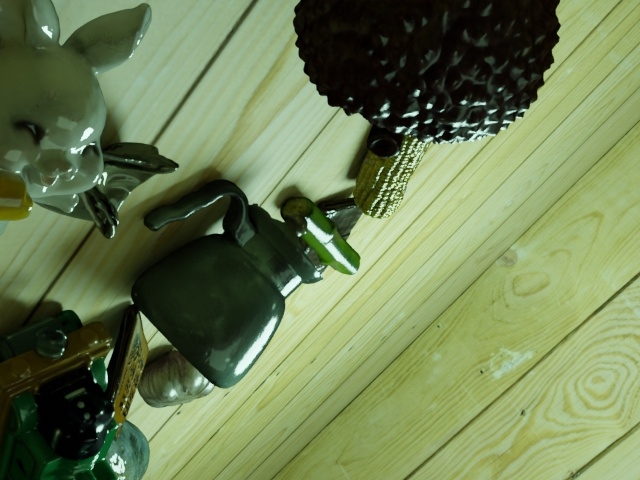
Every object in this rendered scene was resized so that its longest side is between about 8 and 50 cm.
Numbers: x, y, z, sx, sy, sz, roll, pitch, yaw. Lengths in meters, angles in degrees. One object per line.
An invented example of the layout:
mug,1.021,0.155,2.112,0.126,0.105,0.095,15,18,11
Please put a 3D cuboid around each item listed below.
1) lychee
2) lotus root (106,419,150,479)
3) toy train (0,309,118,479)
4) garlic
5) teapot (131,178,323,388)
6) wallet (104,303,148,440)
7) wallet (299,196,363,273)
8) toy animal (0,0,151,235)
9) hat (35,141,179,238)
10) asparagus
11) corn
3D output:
lychee,0.124,-0.250,1.019,0.306,0.306,0.330,-2,116,-62
lotus root,-0.417,0.418,1.744,0.175,0.175,0.349,-40,165,1
toy train,-0.396,0.274,1.308,0.178,0.249,0.429,-24,157,-38
garlic,-0.281,0.266,1.759,0.159,0.102,0.147,-2,155,-44
teapot,-0.149,0.035,1.403,0.285,0.305,0.223,-44,-161,-10
wallet,-0.326,0.223,1.495,0.161,0.042,0.195,109,-4,-62
wallet,0.000,0.000,1.764,0.124,0.042,0.230,-15,148,-40
toy animal,-0.292,-0.096,0.810,0.208,0.154,0.325,16,103,-44
hat,-0.254,-0.089,1.040,0.147,0.085,0.175,-36,142,26
asparagus,0.005,-0.005,1.651,0.067,0.060,0.277,-31,150,6
corn,0.128,-0.143,1.582,0.101,0.101,0.291,-29,160,-29
